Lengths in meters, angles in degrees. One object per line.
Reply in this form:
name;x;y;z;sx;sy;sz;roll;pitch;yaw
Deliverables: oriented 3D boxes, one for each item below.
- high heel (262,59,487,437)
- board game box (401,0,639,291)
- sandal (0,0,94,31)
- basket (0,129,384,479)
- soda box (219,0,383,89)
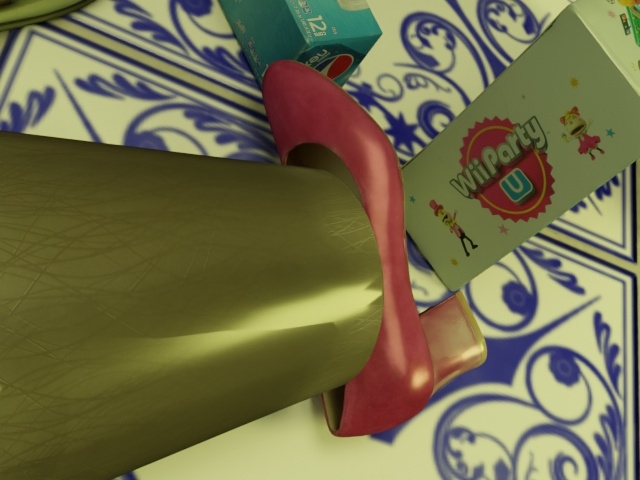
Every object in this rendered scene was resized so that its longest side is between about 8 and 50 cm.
high heel;0.000;0.000;0.683;0.117;0.082;0.244;-23;83;-34
board game box;0.212;-0.109;0.764;0.303;0.224;0.097;-31;82;-37
sandal;-0.212;-0.187;0.664;0.120;0.086;0.303;47;51;3
basket;-0.093;0.031;0.566;0.226;0.154;0.204;-4;66;-34
soda box;-0.039;-0.207;0.780;0.067;0.071;0.210;-15;70;-34
